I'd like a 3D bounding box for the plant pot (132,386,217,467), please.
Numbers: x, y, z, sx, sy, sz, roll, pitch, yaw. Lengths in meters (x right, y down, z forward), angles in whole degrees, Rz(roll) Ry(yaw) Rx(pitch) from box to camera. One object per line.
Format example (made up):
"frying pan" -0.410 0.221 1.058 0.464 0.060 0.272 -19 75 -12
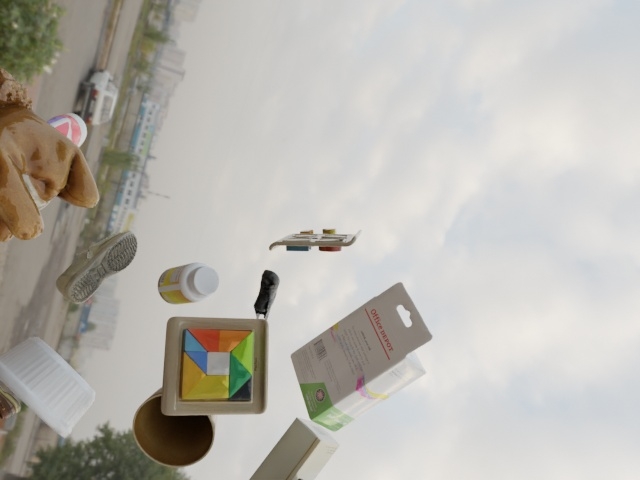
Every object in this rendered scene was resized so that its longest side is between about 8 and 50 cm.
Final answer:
"plant pot" -0.410 0.508 1.727 0.254 0.237 0.237 -78 -171 -75

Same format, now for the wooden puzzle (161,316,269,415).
"wooden puzzle" -0.239 0.286 1.305 0.044 0.239 0.220 123 -32 -71

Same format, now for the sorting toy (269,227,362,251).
"sorting toy" 0.000 0.000 1.580 0.307 0.229 0.041 -37 123 -79

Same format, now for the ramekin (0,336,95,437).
"ramekin" -0.695 0.363 1.442 0.127 0.273 0.273 -46 -173 -27

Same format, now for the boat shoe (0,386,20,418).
"boat shoe" -0.974 0.463 1.677 0.060 0.178 0.064 -41 159 -56

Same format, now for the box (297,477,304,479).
"box" -0.012 0.793 1.551 0.168 0.167 0.203 -55 146 -28

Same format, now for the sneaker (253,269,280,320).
"sneaker" -0.152 0.159 1.573 0.170 0.051 0.089 98 13 -55

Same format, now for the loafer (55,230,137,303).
"loafer" -0.593 0.056 1.502 0.268 0.092 0.102 -52 150 -48

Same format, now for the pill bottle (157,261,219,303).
"pill bottle" -0.391 0.129 1.695 0.215 0.117 0.117 -12 -116 49

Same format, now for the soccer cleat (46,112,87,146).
"soccer cleat" -0.725 -0.196 1.457 0.318 0.108 0.116 -45 -179 21

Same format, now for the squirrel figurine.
"squirrel figurine" -0.664 -0.163 1.032 0.370 0.281 0.396 -36 114 -71

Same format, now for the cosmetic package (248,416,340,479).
"cosmetic package" -0.098 0.693 1.695 0.113 0.160 0.309 34 -95 34

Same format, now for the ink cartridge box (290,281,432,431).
"ink cartridge box" 0.116 0.286 1.405 0.353 0.119 0.207 -36 -137 12
